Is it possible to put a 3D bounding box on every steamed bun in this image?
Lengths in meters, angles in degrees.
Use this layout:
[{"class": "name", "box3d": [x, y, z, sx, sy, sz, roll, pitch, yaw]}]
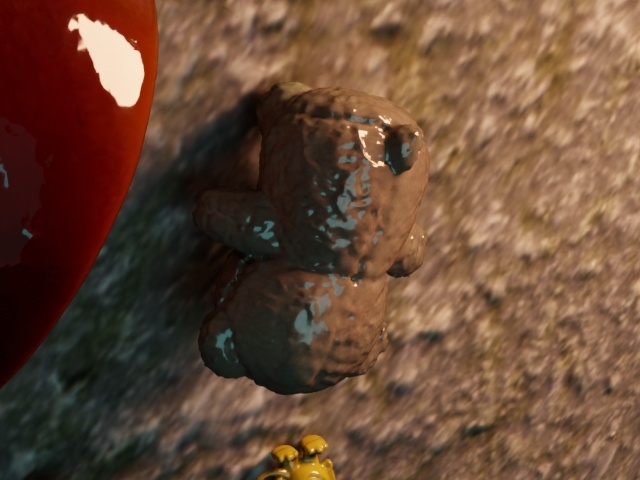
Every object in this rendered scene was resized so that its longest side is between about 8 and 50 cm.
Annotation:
[{"class": "steamed bun", "box3d": [-0.264, -0.045, 0.733, 0.235, 0.248, 0.379, 29, 100, -39]}]

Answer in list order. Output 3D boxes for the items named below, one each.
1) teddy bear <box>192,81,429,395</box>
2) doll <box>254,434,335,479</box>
[{"class": "teddy bear", "box3d": [0.001, -0.001, 0.986, 0.236, 0.151, 0.267, 6, 112, -32]}, {"class": "doll", "box3d": [-0.020, 0.304, 1.194, 0.145, 0.096, 0.188, -37, 120, -18]}]
